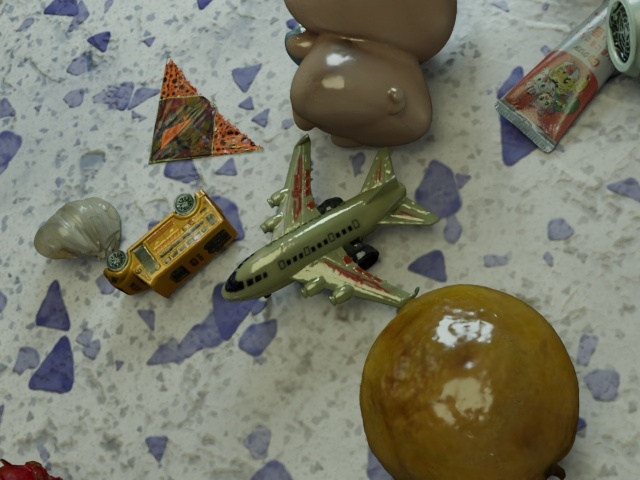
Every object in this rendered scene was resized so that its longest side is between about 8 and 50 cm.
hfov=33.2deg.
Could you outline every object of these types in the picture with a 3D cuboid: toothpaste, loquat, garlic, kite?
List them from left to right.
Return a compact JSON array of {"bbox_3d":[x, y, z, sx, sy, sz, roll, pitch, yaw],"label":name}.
[{"bbox_3d":[-0.311,-0.013,1.378,0.113,0.074,0.094,-39,52,-16],"label":"garlic"},{"bbox_3d":[-0.184,-0.144,1.425,0.125,0.008,0.222,-45,62,0],"label":"kite"},{"bbox_3d":[0.147,0.159,1.089,0.238,0.193,0.238,-4,66,10],"label":"loquat"},{"bbox_3d":[0.315,-0.215,1.263,0.089,0.057,0.234,44,95,18],"label":"toothpaste"}]

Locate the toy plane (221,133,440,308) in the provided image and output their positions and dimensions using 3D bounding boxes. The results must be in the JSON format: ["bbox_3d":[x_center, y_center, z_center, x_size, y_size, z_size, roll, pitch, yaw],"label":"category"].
[{"bbox_3d":[0.000,0.000,1.249,0.256,0.104,0.242,-35,69,4],"label":"toy plane"}]

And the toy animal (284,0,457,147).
[{"bbox_3d":[0.053,-0.231,1.268,0.229,0.210,0.221,-41,47,39],"label":"toy animal"}]

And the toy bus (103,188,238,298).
[{"bbox_3d":[-0.185,0.015,1.326,0.162,0.069,0.074,-41,65,-1],"label":"toy bus"}]

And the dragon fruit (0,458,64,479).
[{"bbox_3d":[-0.370,0.327,1.231,0.166,0.133,0.136,-32,70,3],"label":"dragon fruit"}]

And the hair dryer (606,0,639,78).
[{"bbox_3d":[0.432,-0.119,1.154,0.173,0.107,0.357,-9,77,-2],"label":"hair dryer"}]
